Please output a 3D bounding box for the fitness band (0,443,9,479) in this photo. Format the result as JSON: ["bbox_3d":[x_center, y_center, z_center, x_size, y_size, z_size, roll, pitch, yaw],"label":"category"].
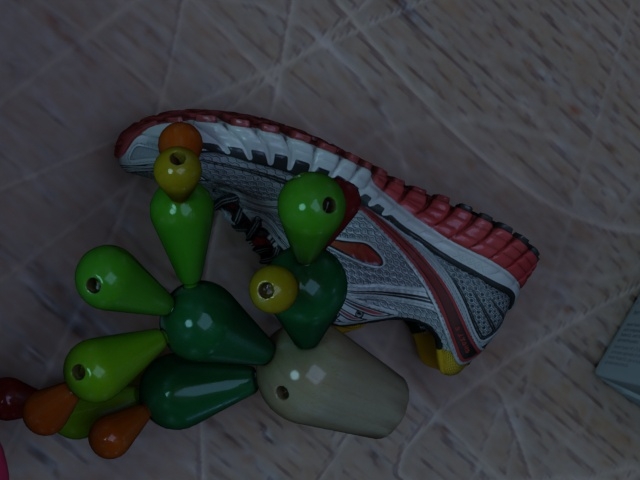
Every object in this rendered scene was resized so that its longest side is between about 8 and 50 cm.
[{"bbox_3d":[-0.243,0.163,0.601,0.291,0.054,0.209,-45,139,-11],"label":"fitness band"}]

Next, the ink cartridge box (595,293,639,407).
[{"bbox_3d":[0.259,0.000,0.838,0.078,0.134,0.231,34,81,-14],"label":"ink cartridge box"}]

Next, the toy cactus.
[{"bbox_3d":[-0.040,0.043,0.733,0.180,0.112,0.219,27,121,-29],"label":"toy cactus"}]

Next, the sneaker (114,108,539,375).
[{"bbox_3d":[0.000,0.000,0.781,0.225,0.088,0.092,25,89,-14],"label":"sneaker"}]
